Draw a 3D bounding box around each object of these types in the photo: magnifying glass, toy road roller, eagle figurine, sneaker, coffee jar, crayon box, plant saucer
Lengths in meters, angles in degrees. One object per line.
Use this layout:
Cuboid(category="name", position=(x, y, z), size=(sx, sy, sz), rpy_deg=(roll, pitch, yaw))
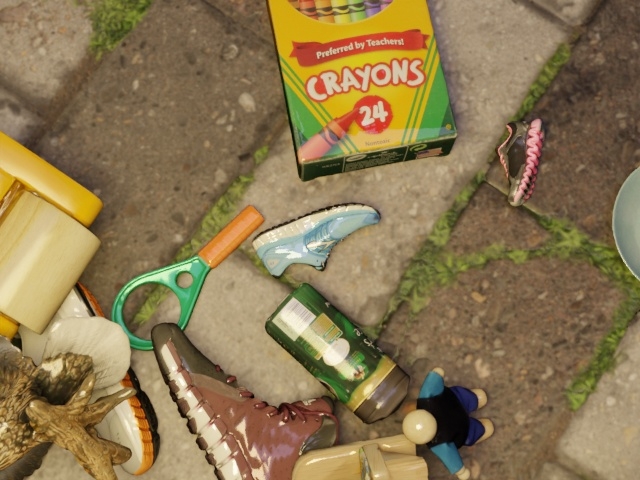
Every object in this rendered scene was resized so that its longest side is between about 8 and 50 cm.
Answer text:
Cuboid(category="magnifying glass", position=(-0.161, 0.043, 1.352), size=(0.231, 0.026, 0.092), rpy_deg=(-44, 81, -9))
Cuboid(category="toy road roller", position=(-0.433, -0.032, 1.271), size=(0.329, 0.240, 0.202), rpy_deg=(34, 78, -11))
Cuboid(category="eagle figurine", position=(-0.351, 0.201, 1.156), size=(0.298, 0.225, 0.226), rpy_deg=(-7, 87, 37))
Cuboid(category="sneaker", position=(0.249, -0.101, 1.393), size=(0.057, 0.047, 0.119), rpy_deg=(10, 74, 21))
Cuboid(category="sneaker", position=(0.000, 0.000, 1.357), size=(0.162, 0.063, 0.073), rpy_deg=(-20, 95, -2))
Cuboid(category="coffee jar", position=(0.023, 0.137, 1.296), size=(0.184, 0.096, 0.079), rpy_deg=(43, 81, 7))
Cuboid(category="crayon box", position=(0.041, -0.252, 1.400), size=(0.202, 0.081, 0.318), rpy_deg=(-11, 76, -4))
Cuboid(category="sneaker", position=(-0.286, 0.171, 1.288), size=(0.121, 0.099, 0.262), rpy_deg=(-31, 71, -1))
Cuboid(category="sneaker", position=(-0.075, 0.195, 1.286), size=(0.162, 0.106, 0.281), rpy_deg=(-29, 89, -13))
Cuboid(category="plant saucer", position=(0.460, -0.013, 1.376), size=(0.195, 0.037, 0.195), rpy_deg=(0, 76, -1))

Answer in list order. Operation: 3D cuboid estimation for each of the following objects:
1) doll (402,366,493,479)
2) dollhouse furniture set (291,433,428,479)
Cuboid(category="doll", position=(0.146, 0.208, 1.237), size=(0.046, 0.189, 0.129), rpy_deg=(-17, 76, 25))
Cuboid(category="dollhouse furniture set", position=(0.023, 0.455, 1.097), size=(0.256, 0.362, 0.394), rpy_deg=(-9, 106, -5))
